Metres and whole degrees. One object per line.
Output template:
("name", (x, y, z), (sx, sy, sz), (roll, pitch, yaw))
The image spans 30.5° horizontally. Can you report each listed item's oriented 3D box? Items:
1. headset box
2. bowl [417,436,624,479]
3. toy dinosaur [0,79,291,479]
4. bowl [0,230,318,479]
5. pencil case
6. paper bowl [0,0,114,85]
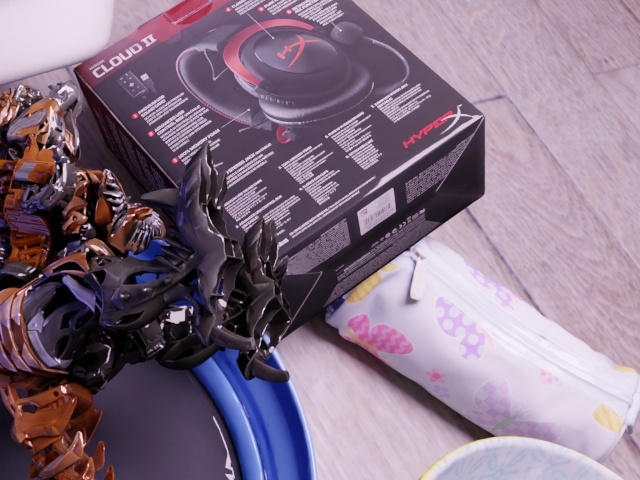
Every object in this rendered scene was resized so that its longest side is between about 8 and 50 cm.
("headset box", (-0.042, -0.098, 0.955), (0.218, 0.110, 0.293), (-35, 59, -15))
("bowl", (0.134, 0.298, 0.802), (0.289, 0.156, 0.289), (20, 45, -21))
("toy dinosaur", (-0.139, 0.044, 0.753), (0.164, 0.218, 0.321), (-9, 84, -80))
("bowl", (-0.191, 0.146, 0.786), (0.391, 0.077, 0.391), (17, 48, -19))
("pencil case", (0.139, 0.088, 1.003), (0.273, 0.124, 0.113), (35, 44, -3))
("paper bowl", (-0.272, -0.187, 0.883), (0.284, 0.284, 0.148), (-27, 108, -42))
